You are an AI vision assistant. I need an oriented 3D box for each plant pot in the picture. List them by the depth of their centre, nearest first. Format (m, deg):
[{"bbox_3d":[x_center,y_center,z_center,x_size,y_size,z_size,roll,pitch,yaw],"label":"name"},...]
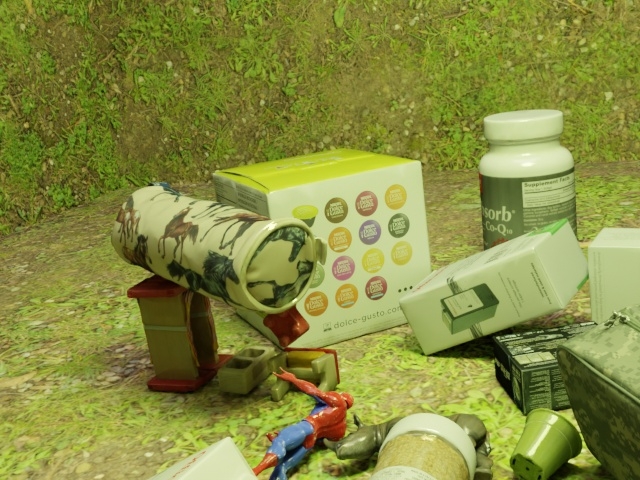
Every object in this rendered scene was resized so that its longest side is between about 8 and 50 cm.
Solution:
[{"bbox_3d":[0.292,0.280,1.110,0.083,0.083,0.079,6,32,42],"label":"plant pot"}]

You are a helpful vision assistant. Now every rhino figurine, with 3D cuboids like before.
[{"bbox_3d":[0.120,0.284,1.166,0.243,0.073,0.106,-4,19,18],"label":"rhino figurine"}]

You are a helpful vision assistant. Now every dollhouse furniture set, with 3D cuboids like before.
[{"bbox_3d":[-0.144,0.159,1.507,0.374,0.201,0.152,-1,16,24],"label":"dollhouse furniture set"}]

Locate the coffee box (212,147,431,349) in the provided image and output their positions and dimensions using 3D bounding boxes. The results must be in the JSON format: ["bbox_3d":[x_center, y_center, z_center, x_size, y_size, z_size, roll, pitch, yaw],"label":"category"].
[{"bbox_3d":[0.000,0.000,1.774,0.337,0.334,0.338,-13,16,-22],"label":"coffee box"}]

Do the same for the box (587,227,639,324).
[{"bbox_3d":[0.587,0.078,1.503,0.182,0.181,0.119,2,17,31],"label":"box"}]

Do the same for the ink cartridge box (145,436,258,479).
[{"bbox_3d":[-0.157,0.326,0.773,0.232,0.168,0.171,-34,-1,32],"label":"ink cartridge box"}]

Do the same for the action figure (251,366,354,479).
[{"bbox_3d":[-0.060,0.279,1.223,0.139,0.091,0.280,15,25,34],"label":"action figure"}]

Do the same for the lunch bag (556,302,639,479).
[{"bbox_3d":[0.464,0.187,0.982,0.256,0.213,0.305,-24,20,-8],"label":"lunch bag"}]

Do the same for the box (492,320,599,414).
[{"bbox_3d":[0.385,0.200,1.341,0.180,0.078,0.147,-9,15,-5],"label":"box"}]

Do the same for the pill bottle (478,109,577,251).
[{"bbox_3d":[0.464,-0.101,1.880,0.210,0.363,0.210,-7,14,2],"label":"pill bottle"}]

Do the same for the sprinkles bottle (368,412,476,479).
[{"bbox_3d":[0.087,0.325,0.930,0.121,0.121,0.355,-1,16,20],"label":"sprinkles bottle"}]

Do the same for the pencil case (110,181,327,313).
[{"bbox_3d":[-0.181,0.005,1.429,0.410,0.160,0.183,15,39,44],"label":"pencil case"}]

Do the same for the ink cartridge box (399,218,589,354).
[{"bbox_3d":[0.321,0.085,1.539,0.289,0.122,0.211,-25,2,36],"label":"ink cartridge box"}]
